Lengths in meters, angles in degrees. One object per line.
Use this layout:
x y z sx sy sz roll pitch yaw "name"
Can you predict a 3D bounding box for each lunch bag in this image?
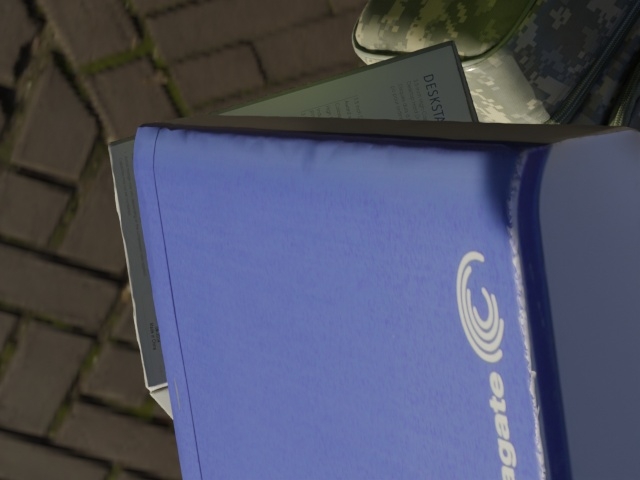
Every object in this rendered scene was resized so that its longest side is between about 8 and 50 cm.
0.221 -0.184 1.379 0.256 0.212 0.305 41 76 -33 "lunch bag"

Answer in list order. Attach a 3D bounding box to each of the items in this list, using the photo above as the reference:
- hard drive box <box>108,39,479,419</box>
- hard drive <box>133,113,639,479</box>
0.000 0.000 1.091 0.232 0.181 0.089 -16 152 7 "hard drive box"
0.015 0.068 0.547 0.040 0.318 0.210 -11 98 -20 "hard drive"
